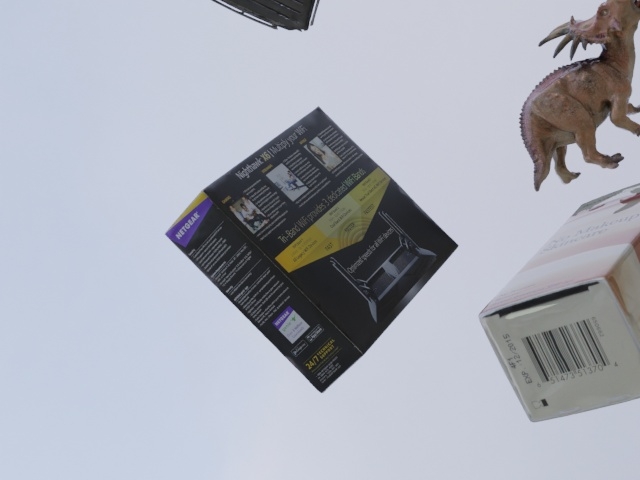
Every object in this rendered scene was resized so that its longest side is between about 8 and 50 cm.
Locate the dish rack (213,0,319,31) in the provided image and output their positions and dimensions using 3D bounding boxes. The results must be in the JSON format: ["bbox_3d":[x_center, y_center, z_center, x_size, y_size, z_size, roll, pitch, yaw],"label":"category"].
[{"bbox_3d":[-0.063,-0.359,1.576,0.208,0.074,0.272,23,-125,-15],"label":"dish rack"}]

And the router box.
[{"bbox_3d":[0.000,0.000,1.654,0.081,0.243,0.309,-46,-2,33],"label":"router box"}]

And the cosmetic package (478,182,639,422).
[{"bbox_3d":[0.300,0.050,1.486,0.296,0.153,0.129,-38,-76,-54],"label":"cosmetic package"}]

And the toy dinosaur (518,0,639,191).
[{"bbox_3d":[0.349,-0.202,2.014,0.295,0.127,0.200,-44,-78,-11],"label":"toy dinosaur"}]
